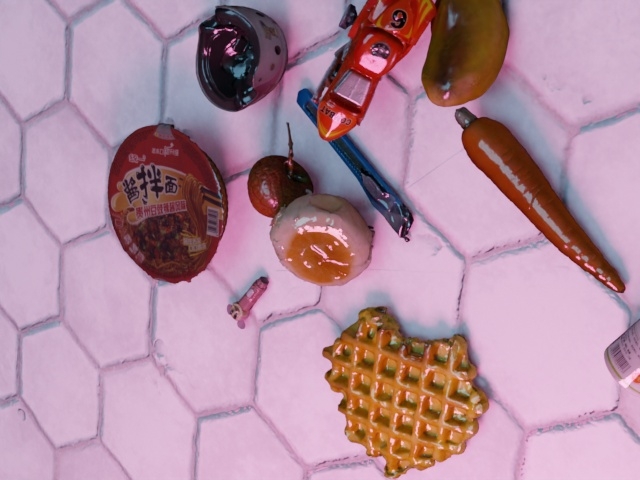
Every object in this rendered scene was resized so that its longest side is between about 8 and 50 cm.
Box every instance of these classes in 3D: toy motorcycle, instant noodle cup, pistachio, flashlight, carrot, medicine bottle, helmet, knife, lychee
[{"bbox_3d":[0.080,-0.284,1.565,0.089,0.171,0.298,23,126,-15],"label":"toy motorcycle"},{"bbox_3d":[-0.237,-0.067,1.898,0.274,0.091,0.274,9,105,37],"label":"instant noodle cup"},{"bbox_3d":[0.198,-0.265,1.513,0.110,0.100,0.189,8,80,10],"label":"pistachio"},{"bbox_3d":[-0.122,0.101,1.878,0.052,0.031,0.110,52,125,19],"label":"flashlight"},{"bbox_3d":[0.292,-0.055,1.509,0.336,0.069,0.069,51,125,11],"label":"carrot"},{"bbox_3d":[0.446,0.114,1.397,0.086,0.086,0.183,53,126,18],"label":"medicine bottle"},{"bbox_3d":[-0.114,-0.290,1.751,0.153,0.107,0.177,63,147,6],"label":"helmet"},{"bbox_3d":[0.050,-0.119,1.703,0.296,0.026,0.044,51,137,18],"label":"knife"},{"bbox_3d":[-0.065,-0.090,1.741,0.114,0.101,0.140,52,162,6],"label":"lychee"}]

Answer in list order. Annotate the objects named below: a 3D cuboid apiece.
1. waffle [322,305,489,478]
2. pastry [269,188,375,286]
[{"bbox_3d":[0.121,0.222,1.699,0.291,0.051,0.291,10,107,35],"label":"waffle"},{"bbox_3d":[0.000,0.000,1.698,0.166,0.088,0.165,6,127,8],"label":"pastry"}]
